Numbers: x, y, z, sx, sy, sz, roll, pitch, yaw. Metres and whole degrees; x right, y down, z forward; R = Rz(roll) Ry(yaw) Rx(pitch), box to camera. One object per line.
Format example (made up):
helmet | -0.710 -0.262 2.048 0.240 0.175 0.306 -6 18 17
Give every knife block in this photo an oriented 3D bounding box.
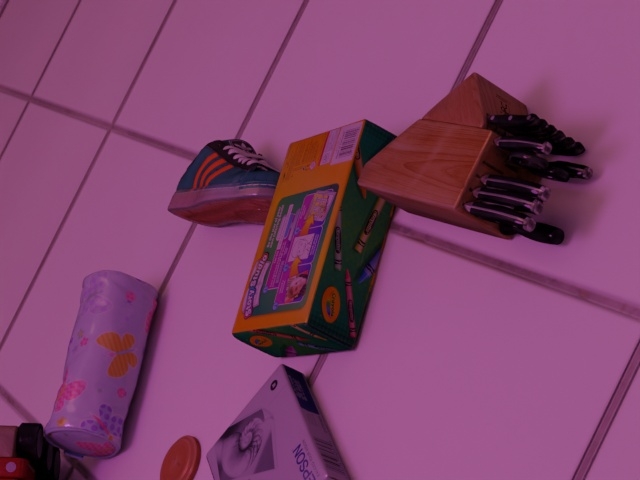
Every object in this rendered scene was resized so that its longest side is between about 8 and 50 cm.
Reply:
knife block | 0.166 -0.050 1.638 0.275 0.088 0.242 -39 36 34

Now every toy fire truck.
toy fire truck | -0.476 0.398 2.150 0.217 0.158 0.246 90 -179 -69

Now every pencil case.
pencil case | -0.321 0.179 2.183 0.124 0.113 0.273 -28 44 48

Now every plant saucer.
plant saucer | -0.188 0.297 1.980 0.083 0.013 0.083 -37 39 37

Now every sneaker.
sneaker | -0.119 -0.091 2.096 0.302 0.108 0.121 -1 69 59

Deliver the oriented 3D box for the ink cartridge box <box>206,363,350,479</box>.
ink cartridge box | -0.071 0.293 1.768 0.224 0.045 0.223 -53 31 16

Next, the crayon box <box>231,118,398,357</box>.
crayon box | 0.000 0.000 1.862 0.165 0.081 0.278 -12 56 54
